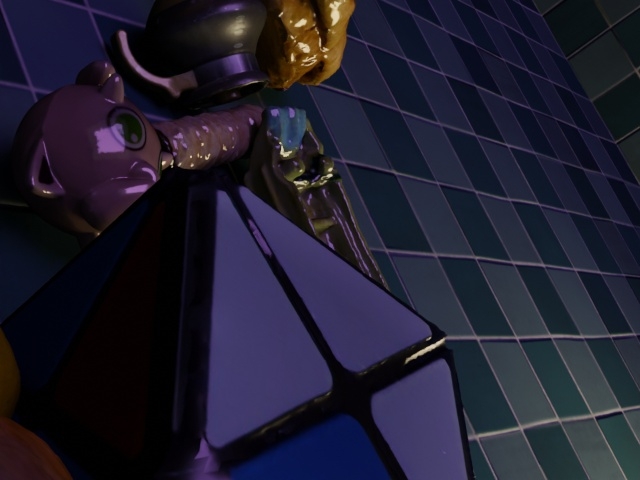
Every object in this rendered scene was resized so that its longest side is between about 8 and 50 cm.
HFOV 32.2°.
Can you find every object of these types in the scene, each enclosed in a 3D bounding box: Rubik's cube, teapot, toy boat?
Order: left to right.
[{"bbox_3d":[-0.126,-0.193,1.118,0.165,0.130,0.119,-18,90,-29],"label":"teapot"},{"bbox_3d":[-0.067,0.150,0.666,0.250,0.248,0.246,36,33,-31],"label":"Rubik's cube"},{"bbox_3d":[-0.005,0.002,1.120,0.111,0.084,0.276,-5,68,-62],"label":"toy boat"}]

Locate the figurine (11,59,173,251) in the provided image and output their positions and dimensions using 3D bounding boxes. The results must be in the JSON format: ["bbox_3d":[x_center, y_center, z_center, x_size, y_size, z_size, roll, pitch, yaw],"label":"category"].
[{"bbox_3d":[-0.177,-0.061,0.863,0.125,0.125,0.138,36,45,-33],"label":"figurine"}]

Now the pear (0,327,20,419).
[{"bbox_3d":[-0.244,0.074,0.576,0.162,0.149,0.149,1,58,-53],"label":"pear"}]

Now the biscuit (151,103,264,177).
[{"bbox_3d":[-0.109,-0.096,1.087,0.061,0.055,0.219,61,28,0],"label":"biscuit"}]

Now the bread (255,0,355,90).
[{"bbox_3d":[-0.049,-0.279,1.230,0.120,0.236,0.198,-34,71,-21],"label":"bread"}]

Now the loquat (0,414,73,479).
[{"bbox_3d":[-0.191,0.157,0.410,0.238,0.238,0.193,23,24,-46],"label":"loquat"}]
